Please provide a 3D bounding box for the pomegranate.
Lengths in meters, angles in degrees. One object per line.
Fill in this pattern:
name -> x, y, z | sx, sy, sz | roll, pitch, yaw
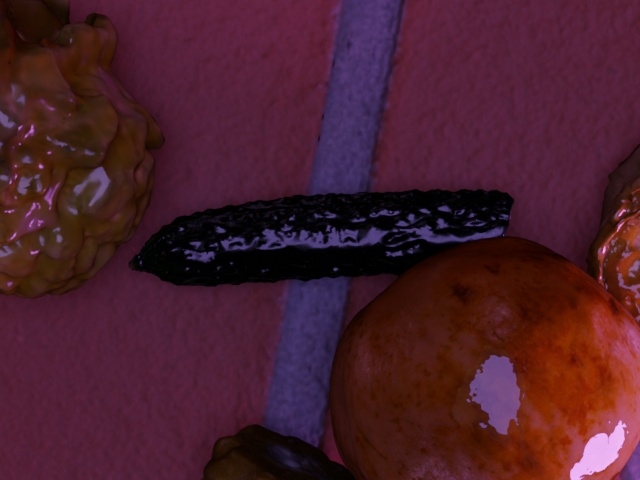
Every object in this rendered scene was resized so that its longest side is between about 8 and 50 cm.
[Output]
pomegranate -> 0.127, 0.117, 1.438 | 0.248, 0.248, 0.248 | 0, 90, 1

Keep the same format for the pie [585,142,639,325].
pie -> 0.364, 0.026, 1.507 | 0.315, 0.092, 0.315 | 0, 95, 2

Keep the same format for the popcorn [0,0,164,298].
popcorn -> -0.239, -0.080, 1.464 | 0.259, 0.212, 0.259 | 0, 97, -1

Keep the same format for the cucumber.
cucumber -> 0.000, -0.002, 1.520 | 0.300, 0.072, 0.072 | -2, 90, 2

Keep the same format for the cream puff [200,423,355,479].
cream puff -> -0.036, 0.216, 1.496 | 0.146, 0.146, 0.116 | 26, 108, 1
